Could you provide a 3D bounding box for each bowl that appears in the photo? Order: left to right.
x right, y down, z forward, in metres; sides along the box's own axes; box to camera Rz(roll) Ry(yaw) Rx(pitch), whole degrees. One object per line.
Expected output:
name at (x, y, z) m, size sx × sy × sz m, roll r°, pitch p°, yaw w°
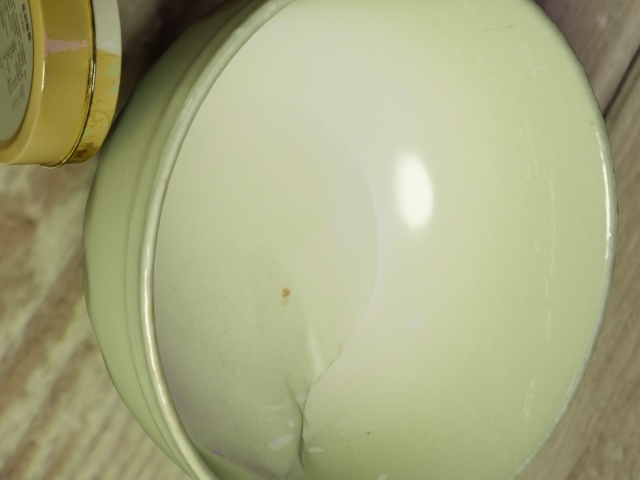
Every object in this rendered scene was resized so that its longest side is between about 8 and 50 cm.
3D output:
bowl at (0.000, 0.000, 0.779) m, size 0.277 × 0.145 × 0.277 m, roll -5°, pitch 99°, yaw -36°

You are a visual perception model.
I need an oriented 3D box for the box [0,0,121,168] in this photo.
box at (-0.122, -0.083, 0.697) m, size 0.037 × 0.105 × 0.105 m, roll -5°, pitch 100°, yaw -31°
